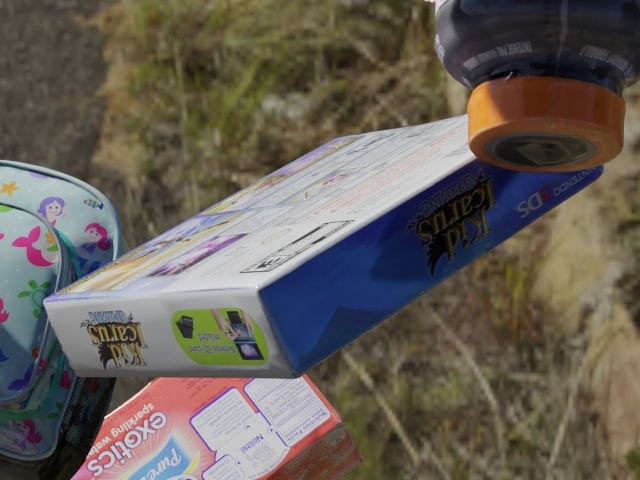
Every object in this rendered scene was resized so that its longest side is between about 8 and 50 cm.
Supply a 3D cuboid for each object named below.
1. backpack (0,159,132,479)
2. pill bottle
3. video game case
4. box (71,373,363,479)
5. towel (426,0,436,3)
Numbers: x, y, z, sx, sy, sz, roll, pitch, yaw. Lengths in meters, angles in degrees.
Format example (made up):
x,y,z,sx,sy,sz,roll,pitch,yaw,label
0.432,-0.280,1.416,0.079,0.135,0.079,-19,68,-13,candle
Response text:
x,y,z,sx,sy,sz,roll,pitch,yaw,label
-0.275,0.056,1.464,0.225,0.191,0.254,14,64,13,backpack
0.131,-0.166,0.998,0.130,0.130,0.246,2,74,6,pill bottle
0.000,0.000,1.080,0.269,0.061,0.244,-31,15,-34,video game case
-0.125,0.228,1.645,0.300,0.142,0.154,-38,65,-7,box
0.163,-0.261,1.675,0.144,0.029,0.197,-17,19,-16,towel
